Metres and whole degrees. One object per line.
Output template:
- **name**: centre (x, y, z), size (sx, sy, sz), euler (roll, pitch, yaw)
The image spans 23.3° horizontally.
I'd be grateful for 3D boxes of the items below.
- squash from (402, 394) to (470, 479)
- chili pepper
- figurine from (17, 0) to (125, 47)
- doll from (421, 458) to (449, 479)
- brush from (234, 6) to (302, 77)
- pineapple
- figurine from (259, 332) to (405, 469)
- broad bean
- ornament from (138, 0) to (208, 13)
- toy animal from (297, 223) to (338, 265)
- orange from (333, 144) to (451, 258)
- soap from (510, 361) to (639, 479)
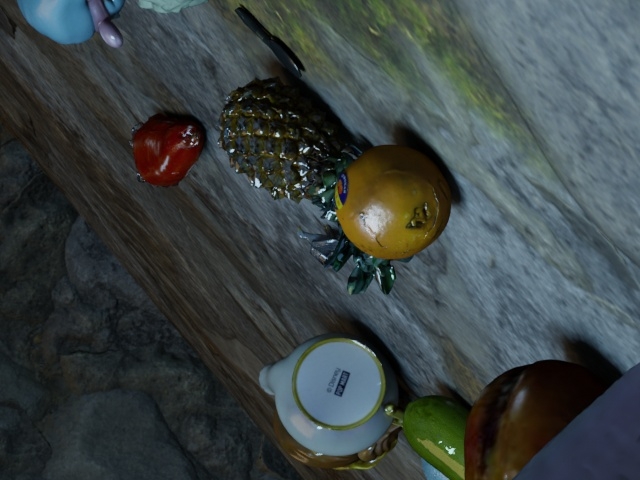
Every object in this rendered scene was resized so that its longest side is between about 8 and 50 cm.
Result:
- **squash**: centre (0.160, 0.220, 1.503), size (0.201, 0.066, 0.066), euler (38, 164, 26)
- **chili pepper**: centre (-0.163, -0.110, 1.750), size (0.169, 0.065, 0.088), euler (170, 87, -69)
- **figurine**: centre (-0.260, -0.300, 1.395), size (0.205, 0.103, 0.260), euler (36, 152, 47)
- **doll**: centre (0.166, 0.265, 1.581), size (0.180, 0.075, 0.120), euler (44, 171, 35)
- **brush**: centre (-0.041, -0.157, 1.221), size (0.083, 0.008, 0.024), euler (47, 170, 22)
- **pineapple**: centre (-0.008, -0.050, 1.221), size (0.221, 0.103, 0.083), euler (43, -160, 31)
- **figurine**: centre (0.020, 0.188, 1.761), size (0.190, 0.142, 0.263), euler (26, 165, 7)
- **broad bean**: centre (0.184, 0.193, 1.089), size (0.122, 0.156, 0.228), euler (-13, 113, 48)
- **ornament**: centre (-0.141, -0.235, 1.087), size (0.130, 0.120, 0.285), euler (55, 170, -29)
- **toy animal**: centre (0.001, 0.000, 1.507), size (0.050, 0.028, 0.084), euler (47, 171, 12)
- **orange**: centre (0.051, -0.027, 1.094), size (0.083, 0.083, 0.083), euler (48, 169, 13)
- **soap**: centre (0.169, 0.211, 0.873), size (0.107, 0.285, 0.296), euler (41, 164, 32)
